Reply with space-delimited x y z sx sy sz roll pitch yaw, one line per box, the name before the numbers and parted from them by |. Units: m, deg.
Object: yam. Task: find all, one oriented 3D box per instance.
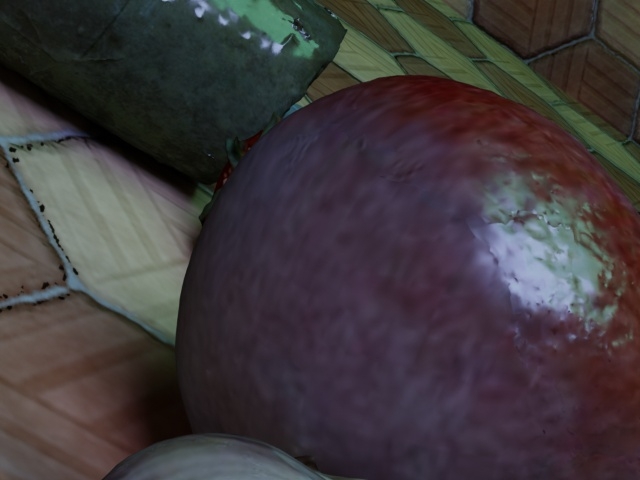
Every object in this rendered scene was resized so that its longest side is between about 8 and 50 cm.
yam | -0.128 -0.154 0.854 0.268 0.161 0.161 31 21 -19

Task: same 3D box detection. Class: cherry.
cherry | 0.045 0.046 0.581 0.206 0.239 0.239 24 23 -20

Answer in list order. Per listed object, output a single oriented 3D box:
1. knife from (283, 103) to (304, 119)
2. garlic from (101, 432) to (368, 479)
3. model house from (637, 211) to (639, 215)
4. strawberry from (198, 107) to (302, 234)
knife | -0.024 -0.105 1.124 0.080 0.044 0.331 37 12 16
garlic | 0.014 0.172 0.403 0.245 0.160 0.245 30 0 0
model house | 0.219 0.166 0.704 0.272 0.300 0.190 22 -17 -1
strawberry | 0.003 -0.003 0.808 0.148 0.131 0.131 20 26 -26
